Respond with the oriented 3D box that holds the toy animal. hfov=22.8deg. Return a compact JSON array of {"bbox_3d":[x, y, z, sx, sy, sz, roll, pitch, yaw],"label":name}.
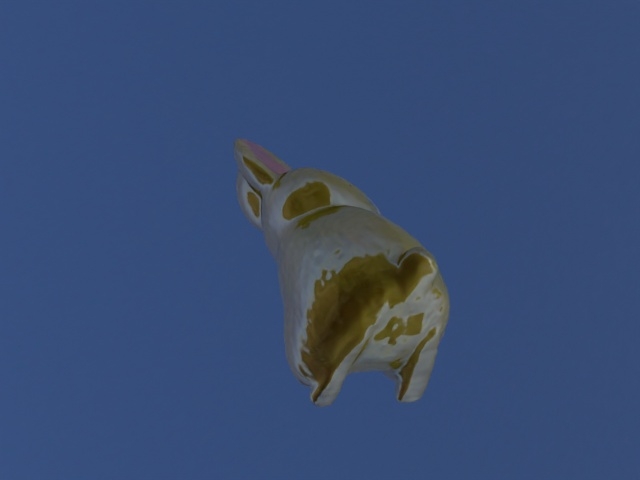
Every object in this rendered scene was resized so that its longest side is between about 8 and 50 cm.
[{"bbox_3d":[0.002,-0.003,0.721,0.070,0.159,0.083,2,-56,-27],"label":"toy animal"}]
